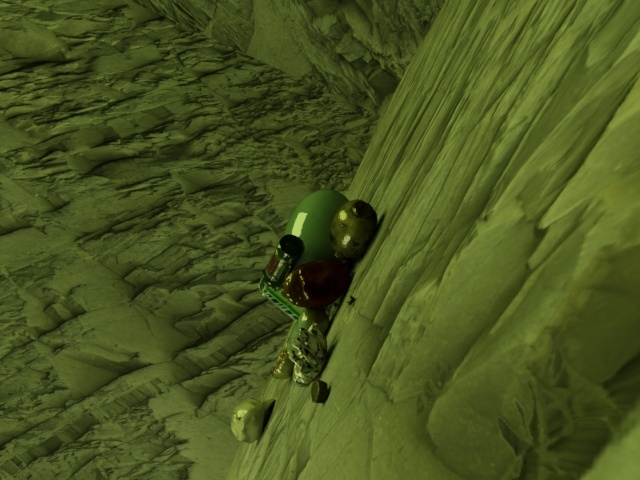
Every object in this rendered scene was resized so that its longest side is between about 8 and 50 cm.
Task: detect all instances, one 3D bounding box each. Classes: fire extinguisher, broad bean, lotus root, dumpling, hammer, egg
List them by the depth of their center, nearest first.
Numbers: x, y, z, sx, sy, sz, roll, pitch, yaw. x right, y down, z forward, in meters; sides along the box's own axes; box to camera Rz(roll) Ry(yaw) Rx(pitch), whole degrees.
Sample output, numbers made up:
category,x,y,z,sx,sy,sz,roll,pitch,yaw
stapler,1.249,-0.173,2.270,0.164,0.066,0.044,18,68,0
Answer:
category,x,y,z,sx,sy,sz,roll,pitch,yaw
lotus root,0.099,-0.019,1.666,0.278,0.154,0.154,105,-174,-51
broad bean,-0.012,0.145,1.695,0.122,0.228,0.156,-124,23,-67
fire extinguisher,-0.147,0.100,1.781,0.093,0.118,0.294,-16,-26,-35
hammer,-0.023,0.288,1.826,0.202,0.113,0.305,-62,-1,24
egg,0.000,0.000,1.877,0.276,0.276,0.389,-144,66,-87
dumpling,-0.310,0.844,2.399,0.243,0.187,0.318,-21,-13,-30

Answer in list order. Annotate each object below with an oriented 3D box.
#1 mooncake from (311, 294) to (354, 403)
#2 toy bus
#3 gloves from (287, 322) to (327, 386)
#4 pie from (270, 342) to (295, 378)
category,x,y,z,sx,sy,sz,roll,pitch,yaw
mooncake,0.027,0.274,1.346,0.150,0.057,0.347,-39,22,57
toy bus,-0.113,0.212,2.010,0.164,0.276,0.134,-24,33,40
gloves,-0.029,0.332,1.472,0.127,0.111,0.212,-34,-26,-45
pie,-0.112,0.464,2.194,0.315,0.092,0.315,-63,-2,-4
